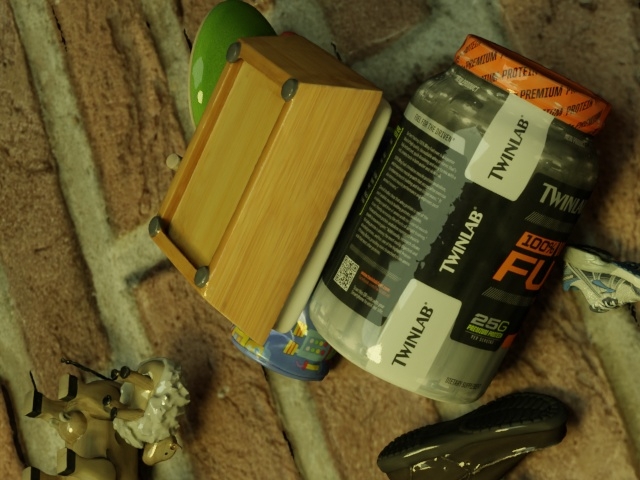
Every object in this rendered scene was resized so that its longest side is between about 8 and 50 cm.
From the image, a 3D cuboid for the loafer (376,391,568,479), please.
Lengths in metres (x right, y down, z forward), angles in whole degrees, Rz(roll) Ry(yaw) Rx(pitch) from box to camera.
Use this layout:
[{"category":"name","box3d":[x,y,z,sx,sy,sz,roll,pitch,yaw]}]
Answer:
[{"category":"loafer","box3d":[0.166,0.219,1.807,0.220,0.080,0.078,-20,103,33]}]

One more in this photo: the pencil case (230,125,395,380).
[{"category":"pencil case","box3d":[0.000,0.000,1.932,0.133,0.119,0.306,24,98,16]}]

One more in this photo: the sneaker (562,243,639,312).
[{"category":"sneaker","box3d":[0.296,0.048,1.746,0.135,0.052,0.058,25,108,45]}]

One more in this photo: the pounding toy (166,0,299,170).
[{"category":"pounding toy","box3d":[-0.067,-0.155,1.981,0.110,0.183,0.237,5,72,24]}]

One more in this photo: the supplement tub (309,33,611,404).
[{"category":"supplement tub","box3d":[0.145,-0.023,1.769,0.207,0.207,0.338,35,105,36]}]

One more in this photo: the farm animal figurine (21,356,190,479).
[{"category":"farm animal figurine","box3d":[-0.280,0.309,2.085,0.330,0.172,0.327,-8,65,45]}]

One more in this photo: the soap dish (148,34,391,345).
[{"category":"soap dish","box3d":[-0.061,-0.065,1.834,0.291,0.118,0.229,-64,30,10]}]
